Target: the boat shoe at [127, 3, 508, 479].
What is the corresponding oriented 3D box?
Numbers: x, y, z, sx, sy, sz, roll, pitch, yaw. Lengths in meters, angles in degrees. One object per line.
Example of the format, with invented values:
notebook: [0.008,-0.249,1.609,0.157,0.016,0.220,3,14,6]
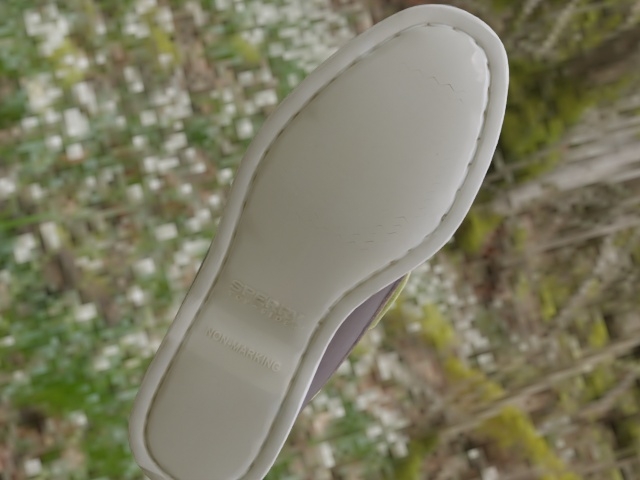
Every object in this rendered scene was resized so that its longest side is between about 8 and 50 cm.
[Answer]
boat shoe: [0.000,0.000,1.092,0.324,0.116,0.097,-59,-179,22]
